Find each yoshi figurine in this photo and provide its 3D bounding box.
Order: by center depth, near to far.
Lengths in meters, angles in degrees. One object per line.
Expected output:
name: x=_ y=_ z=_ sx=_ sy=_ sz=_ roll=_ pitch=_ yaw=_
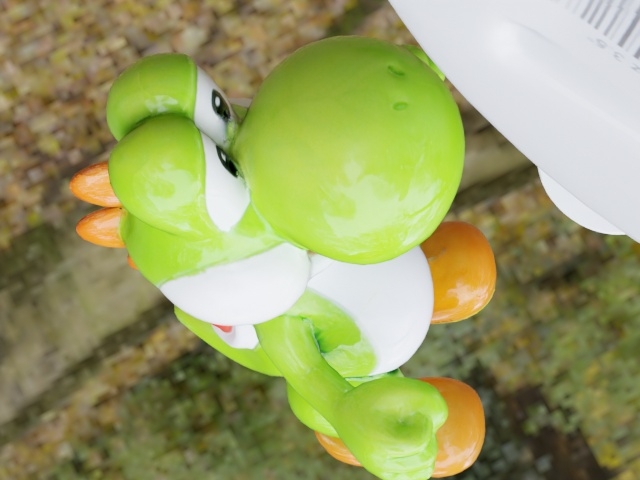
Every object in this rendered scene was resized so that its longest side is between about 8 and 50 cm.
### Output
yoshi figurine: x=0.025 y=0.005 z=0.961 sx=0.203 sy=0.203 sz=0.362 roll=-47 pitch=149 yaw=-1

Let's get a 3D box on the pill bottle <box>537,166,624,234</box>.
pill bottle: x=0.174 y=-0.074 z=0.920 sx=0.094 sy=0.094 sz=0.169 roll=-38 pitch=-175 yaw=43

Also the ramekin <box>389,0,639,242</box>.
ramekin: x=0.134 y=-0.090 z=0.495 sx=0.135 sy=0.277 sz=0.277 roll=-52 pitch=175 yaw=-15
